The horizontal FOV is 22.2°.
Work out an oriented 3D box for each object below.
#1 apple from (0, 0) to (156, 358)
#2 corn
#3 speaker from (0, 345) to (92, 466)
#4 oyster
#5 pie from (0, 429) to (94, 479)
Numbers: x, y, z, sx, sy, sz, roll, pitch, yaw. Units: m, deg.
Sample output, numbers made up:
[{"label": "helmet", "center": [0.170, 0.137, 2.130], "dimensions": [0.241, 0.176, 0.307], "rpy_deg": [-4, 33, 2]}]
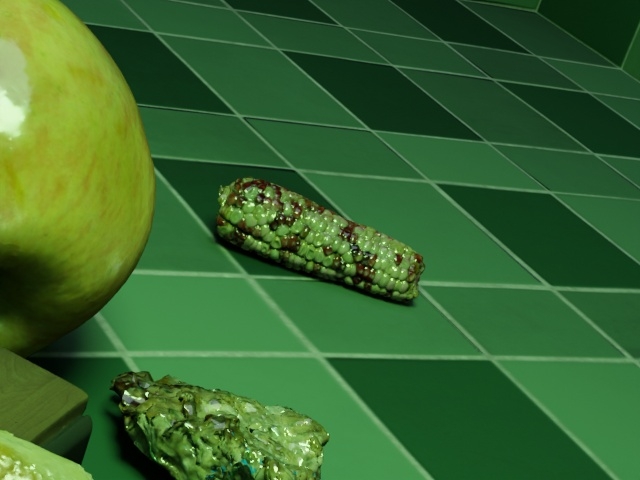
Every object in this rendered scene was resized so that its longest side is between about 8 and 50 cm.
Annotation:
[{"label": "apple", "center": [-0.349, -0.062, 1.520], "dimensions": [0.391, 0.391, 0.346], "rpy_deg": [7, 40, -28]}, {"label": "corn", "center": [0.000, 0.000, 2.031], "dimensions": [0.280, 0.092, 0.092], "rpy_deg": [21, 22, -4]}, {"label": "speaker", "center": [-0.313, 0.184, 1.255], "dimensions": [0.192, 0.153, 0.231], "rpy_deg": [26, 23, 11]}, {"label": "oyster", "center": [-0.093, 0.186, 1.532], "dimensions": [0.198, 0.092, 0.259], "rpy_deg": [14, 20, -24]}, {"label": "pie", "center": [-0.253, 0.256, 1.037], "dimensions": [0.315, 0.092, 0.315], "rpy_deg": [5, 65, -12]}]
